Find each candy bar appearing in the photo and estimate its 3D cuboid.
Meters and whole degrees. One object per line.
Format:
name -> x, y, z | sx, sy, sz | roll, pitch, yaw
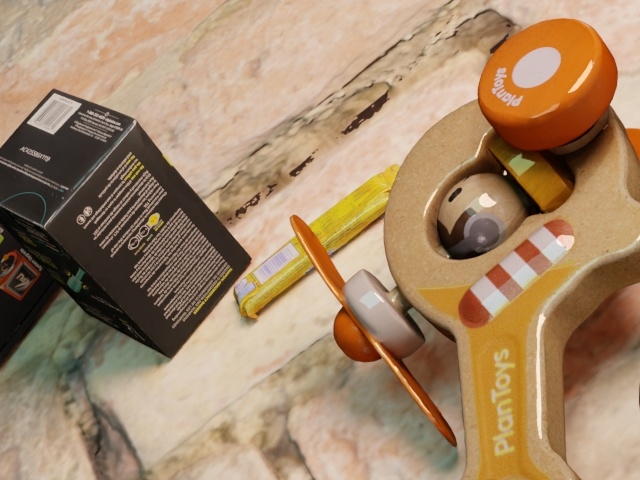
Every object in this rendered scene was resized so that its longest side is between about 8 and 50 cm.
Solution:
candy bar -> 0.000, 0.000, 1.149 | 0.161, 0.018, 0.040 | -39, 35, 0

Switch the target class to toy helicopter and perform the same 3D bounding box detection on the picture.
toy helicopter -> 0.094, 0.051, 0.938 | 0.235, 0.140, 0.355 | -20, 45, 25

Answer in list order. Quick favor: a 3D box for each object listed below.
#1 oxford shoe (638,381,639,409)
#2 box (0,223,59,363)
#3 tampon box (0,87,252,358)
oxford shoe -> 0.288, 0.034, 0.828 | 0.271, 0.098, 0.097 | -38, 39, 1
box -> -0.409, 0.015, 1.153 | 0.097, 0.395, 0.318 | 15, 62, 47
tampon box -> -0.153, -0.012, 1.166 | 0.120, 0.161, 0.101 | 23, 68, 46
